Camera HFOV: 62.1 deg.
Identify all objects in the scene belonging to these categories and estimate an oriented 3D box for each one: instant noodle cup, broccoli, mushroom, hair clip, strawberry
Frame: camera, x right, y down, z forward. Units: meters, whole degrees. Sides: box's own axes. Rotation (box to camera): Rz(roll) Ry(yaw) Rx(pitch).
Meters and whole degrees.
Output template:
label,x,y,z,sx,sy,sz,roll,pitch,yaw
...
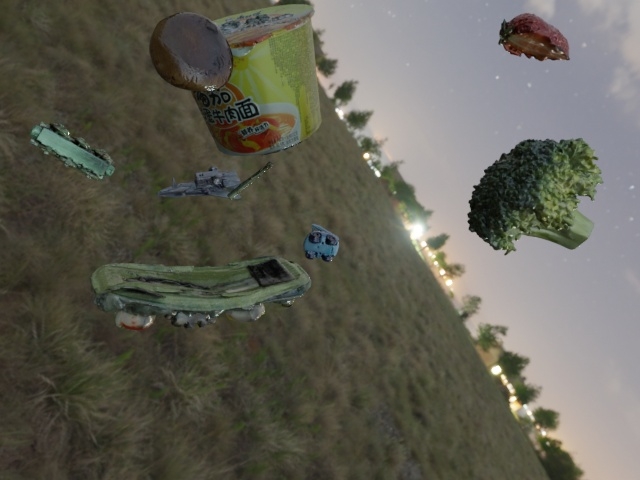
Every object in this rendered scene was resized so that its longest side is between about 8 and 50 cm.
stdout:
label,x,y,z,sx,sy,sz,roll,pitch,yaw
instant noodle cup,-0.118,-0.285,0.950,0.264,0.264,0.200,-108,-177,-56
broccoli,0.443,-0.083,1.072,0.243,0.263,0.247,33,14,-8
mushroom,-0.177,-0.263,0.739,0.123,0.123,0.052,60,-27,9
hair clip,-0.175,0.085,0.806,0.138,0.321,0.091,33,-62,56
strawberry,0.521,-0.488,1.276,0.187,0.082,0.146,23,10,0

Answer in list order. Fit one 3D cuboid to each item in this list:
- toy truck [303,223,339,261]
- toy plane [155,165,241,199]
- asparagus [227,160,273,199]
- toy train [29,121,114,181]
label,x,y,z,sx,sy,sz,roll,pitch,yaw
toy truck,0.000,0.000,1.113,0.073,0.056,0.090,11,25,-8
toy plane,-0.387,-0.180,1.693,0.212,0.267,0.088,-123,-146,-51
asparagus,-0.157,-0.136,1.194,0.015,0.127,0.018,52,-3,-36
toy train,-0.587,-0.207,1.254,0.194,0.081,0.125,32,-13,-31
